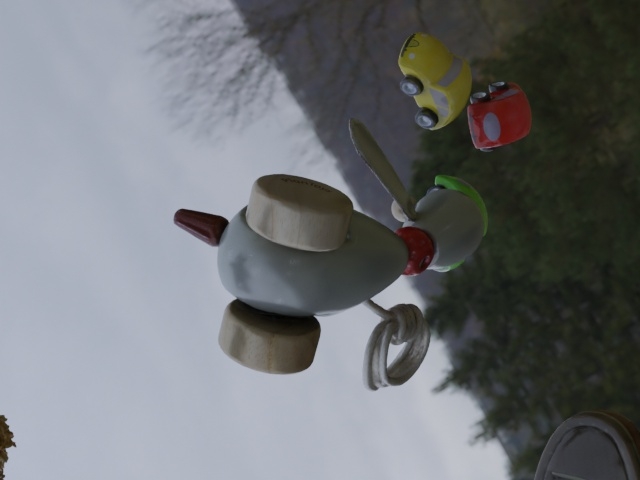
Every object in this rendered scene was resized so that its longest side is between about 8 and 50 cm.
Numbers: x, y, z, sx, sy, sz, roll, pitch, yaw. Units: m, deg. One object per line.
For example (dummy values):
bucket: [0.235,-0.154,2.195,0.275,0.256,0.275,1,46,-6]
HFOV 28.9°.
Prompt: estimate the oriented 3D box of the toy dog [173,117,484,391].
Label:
toy dog: [0.000,0.000,1.098,0.161,0.220,0.333,30,-175,28]

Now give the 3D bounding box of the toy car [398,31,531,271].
toy car: [0.151,-0.078,1.266,0.239,0.053,0.225,16,-101,-53]

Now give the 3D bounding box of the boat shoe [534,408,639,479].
boat shoe: [0.259,0.280,1.081,0.104,0.110,0.307,-22,-69,-45]

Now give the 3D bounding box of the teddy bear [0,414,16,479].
teddy bear: [-0.299,0.106,0.942,0.338,0.113,0.245,69,164,-11]
